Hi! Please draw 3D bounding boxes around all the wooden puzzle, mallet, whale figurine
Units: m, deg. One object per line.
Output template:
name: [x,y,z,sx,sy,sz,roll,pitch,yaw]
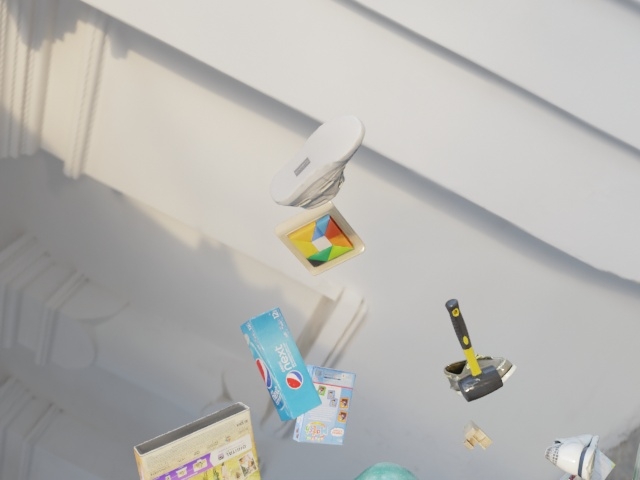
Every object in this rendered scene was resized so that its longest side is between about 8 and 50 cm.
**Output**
wooden puzzle: [0.000,0.000,1.900,0.221,0.238,0.044,-27,32,18]
mallet: [0.200,0.158,0.812,0.062,0.189,0.039,-32,31,4]
whale figurine: [0.090,0.543,1.192,0.272,0.216,0.141,-21,53,27]

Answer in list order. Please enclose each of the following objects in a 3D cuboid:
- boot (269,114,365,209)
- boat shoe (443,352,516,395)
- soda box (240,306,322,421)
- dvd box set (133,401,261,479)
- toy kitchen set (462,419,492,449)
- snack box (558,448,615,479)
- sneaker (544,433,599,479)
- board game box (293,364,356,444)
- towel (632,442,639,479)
boot: [0.016,-0.158,1.216,0.258,0.095,0.123,-36,-27,29]
boat shoe: [0.455,0.384,1.681,0.109,0.091,0.305,-36,-8,-24]
soda box: [-0.080,0.246,1.147,0.071,0.210,0.067,-20,-11,-31]
dvd box set: [-0.300,0.680,1.529,0.062,0.308,0.420,11,112,54]
toy kitchen set: [0.433,0.568,1.626,0.068,0.083,0.075,-47,-6,8]
snack box: [0.634,0.631,1.454,0.207,0.070,0.174,-12,-42,-48]
sneaker: [0.584,0.484,1.328,0.235,0.095,0.090,23,-105,-57]
board game box: [0.014,0.479,1.675,0.039,0.160,0.211,-5,71,55]
towel: [0.631,0.420,1.083,0.247,0.038,0.324,-57,-32,-33]
